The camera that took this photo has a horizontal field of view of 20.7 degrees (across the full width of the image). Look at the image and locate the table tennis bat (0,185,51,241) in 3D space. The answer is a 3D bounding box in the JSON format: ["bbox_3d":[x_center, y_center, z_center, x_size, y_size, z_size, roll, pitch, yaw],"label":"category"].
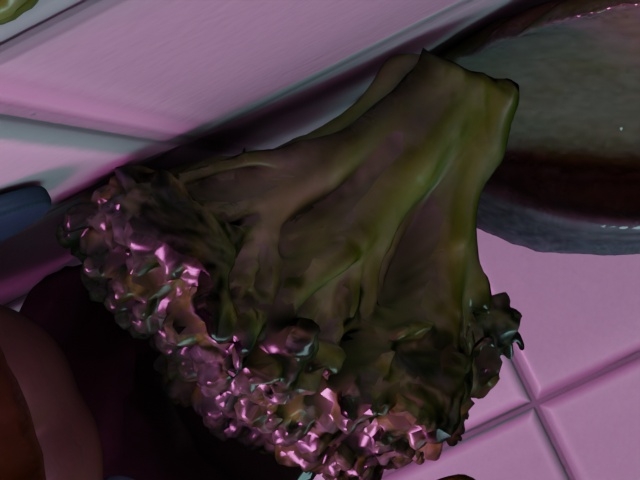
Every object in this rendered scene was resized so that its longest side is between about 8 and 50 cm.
[{"bbox_3d":[-0.189,0.012,0.776,0.155,0.019,0.100,-27,179,-27],"label":"table tennis bat"}]

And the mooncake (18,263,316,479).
[{"bbox_3d":[-0.166,0.189,1.229,0.381,0.212,0.350,-6,-128,60],"label":"mooncake"}]

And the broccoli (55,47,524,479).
[{"bbox_3d":[0.000,0.000,0.970,0.245,0.248,0.288,-62,170,-7],"label":"broccoli"}]

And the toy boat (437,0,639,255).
[{"bbox_3d":[0.171,-0.084,1.071,0.276,0.111,0.293,-4,153,15],"label":"toy boat"}]

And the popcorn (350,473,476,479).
[{"bbox_3d":[0.055,0.282,0.978,0.312,0.312,0.312,-26,178,-1],"label":"popcorn"}]

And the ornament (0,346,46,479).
[{"bbox_3d":[-0.185,0.087,0.364,0.218,0.235,0.221,-21,152,-32],"label":"ornament"}]

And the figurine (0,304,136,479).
[{"bbox_3d":[-0.256,0.165,0.866,0.388,0.276,0.248,-27,155,-31],"label":"figurine"}]

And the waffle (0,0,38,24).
[{"bbox_3d":[-0.099,-0.041,0.266,0.183,0.036,0.169,-23,180,-22],"label":"waffle"}]
